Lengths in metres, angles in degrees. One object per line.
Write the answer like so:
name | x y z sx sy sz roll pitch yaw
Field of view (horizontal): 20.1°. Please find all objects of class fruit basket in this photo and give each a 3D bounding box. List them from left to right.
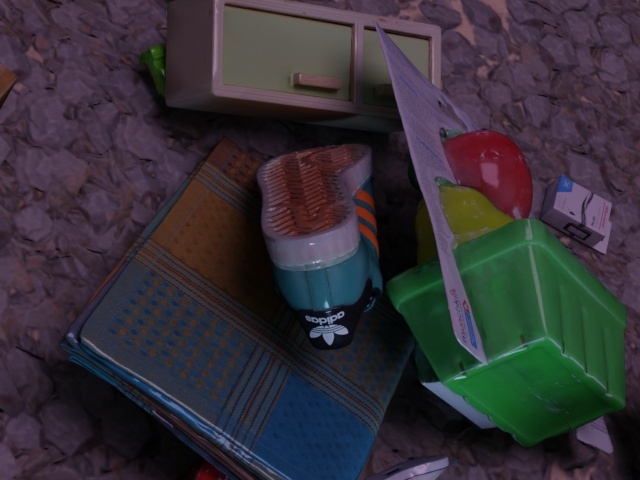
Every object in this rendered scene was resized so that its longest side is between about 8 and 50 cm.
fruit basket | 0.151 0.007 1.693 0.327 0.165 0.353 38 26 -51

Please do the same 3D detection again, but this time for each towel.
towel | -0.049 0.073 1.590 0.271 0.040 0.370 38 33 -5

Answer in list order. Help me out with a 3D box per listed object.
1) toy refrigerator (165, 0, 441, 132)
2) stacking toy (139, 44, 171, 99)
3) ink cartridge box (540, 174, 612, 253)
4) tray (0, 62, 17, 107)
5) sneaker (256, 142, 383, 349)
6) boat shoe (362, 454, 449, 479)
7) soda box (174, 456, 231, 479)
toy refrigerator | -0.010 -0.170 1.740 0.269 0.094 0.102 5 84 -36
stacking toy | -0.133 -0.243 1.784 0.167 0.052 0.221 -18 74 -35
ink cartridge box | 0.277 -0.027 1.900 0.083 0.028 0.048 28 52 -13
tray | -0.445 -0.056 1.471 0.203 0.076 0.411 37 49 -5
sneaker | 0.000 0.000 1.609 0.108 0.121 0.302 -7 20 7
boat shoe | 0.078 0.222 1.634 0.100 0.035 0.035 -17 99 -40
soda box | -0.114 0.303 1.436 0.092 0.083 0.263 32 50 -11
